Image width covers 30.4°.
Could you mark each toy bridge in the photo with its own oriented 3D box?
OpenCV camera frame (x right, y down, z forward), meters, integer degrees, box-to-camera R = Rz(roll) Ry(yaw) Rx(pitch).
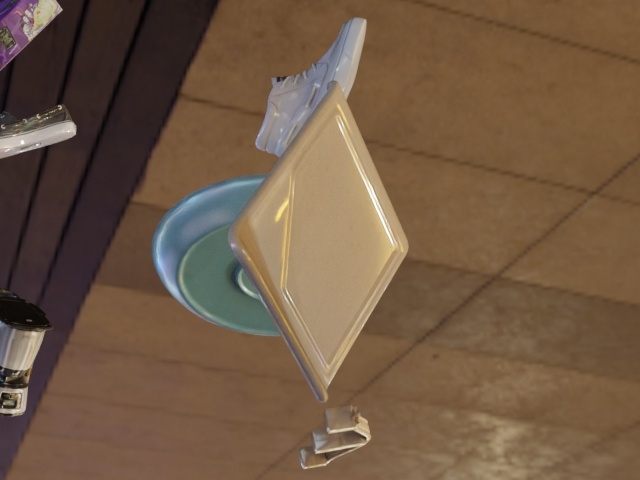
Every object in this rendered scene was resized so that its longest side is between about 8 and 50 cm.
[{"bbox_3d":[0.022,0.215,1.291,0.063,0.026,0.188,-6,158,-14],"label":"toy bridge"}]

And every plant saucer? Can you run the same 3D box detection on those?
[{"bbox_3d":[-0.057,0.035,1.496,0.318,0.043,0.317,0,141,0],"label":"plant saucer"}]

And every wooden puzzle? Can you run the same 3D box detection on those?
[{"bbox_3d":[0.000,0.000,1.135,0.044,0.238,0.221,1,135,32],"label":"wooden puzzle"}]

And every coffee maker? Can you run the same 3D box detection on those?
[{"bbox_3d":[-0.553,0.199,2.074,0.120,0.178,0.171,16,-167,-16],"label":"coffee maker"}]

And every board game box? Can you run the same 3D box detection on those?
[{"bbox_3d":[-0.490,-0.196,1.438,0.347,0.208,0.056,-14,118,37],"label":"board game box"}]

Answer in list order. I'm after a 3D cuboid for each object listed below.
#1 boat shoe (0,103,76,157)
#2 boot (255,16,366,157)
[{"bbox_3d":[-0.570,-0.205,2.178,0.229,0.076,0.080,-18,174,-20],"label":"boat shoe"},{"bbox_3d":[-0.018,-0.249,1.871,0.123,0.258,0.095,19,171,7],"label":"boot"}]
